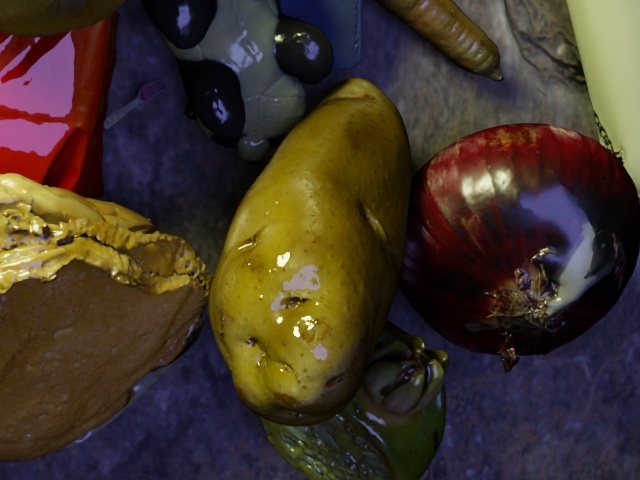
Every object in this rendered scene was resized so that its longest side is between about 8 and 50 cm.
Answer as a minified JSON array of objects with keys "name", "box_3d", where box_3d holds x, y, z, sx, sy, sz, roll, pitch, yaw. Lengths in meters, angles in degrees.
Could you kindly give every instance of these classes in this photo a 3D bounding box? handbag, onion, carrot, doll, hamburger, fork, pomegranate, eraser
[{"name":"handbag","box_3d":[0.388,-0.250,1.193,0.237,0.160,0.358,-23,111,-8]},{"name":"onion","box_3d":[0.205,-0.020,1.162,0.273,0.285,0.273,3,135,3]},{"name":"carrot","box_3d":[0.067,-0.264,1.107,0.342,0.070,0.070,36,88,-27]},{"name":"doll","box_3d":[-0.080,-0.185,1.030,0.143,0.135,0.234,-31,117,-15]},{"name":"hamburger","box_3d":[-0.246,0.067,0.955,0.318,0.158,0.318,-24,152,-14]},{"name":"fork","box_3d":[-0.176,-0.128,1.033,0.012,0.115,0.016,-18,110,30]},{"name":"pomegranate","box_3d":[0.044,0.145,1.126,0.159,0.190,0.241,-51,152,-32]},{"name":"eraser","box_3d":[-0.001,-0.265,1.039,0.082,0.036,0.225,-1,133,2]}]

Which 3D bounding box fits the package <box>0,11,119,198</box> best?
[{"name":"package","box_3d":[-0.373,-0.139,0.926,0.423,0.123,0.196,7,98,-25]}]

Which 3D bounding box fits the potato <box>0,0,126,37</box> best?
[{"name":"potato","box_3d":[-0.226,-0.339,0.748,0.290,0.296,0.397,-18,142,-25]}]

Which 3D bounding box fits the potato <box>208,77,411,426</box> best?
[{"name":"potato","box_3d":[0.000,0.000,1.005,0.195,0.176,0.369,42,45,-24]}]
